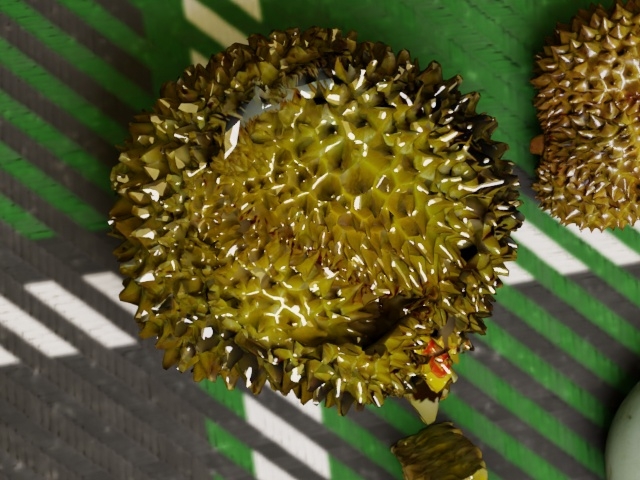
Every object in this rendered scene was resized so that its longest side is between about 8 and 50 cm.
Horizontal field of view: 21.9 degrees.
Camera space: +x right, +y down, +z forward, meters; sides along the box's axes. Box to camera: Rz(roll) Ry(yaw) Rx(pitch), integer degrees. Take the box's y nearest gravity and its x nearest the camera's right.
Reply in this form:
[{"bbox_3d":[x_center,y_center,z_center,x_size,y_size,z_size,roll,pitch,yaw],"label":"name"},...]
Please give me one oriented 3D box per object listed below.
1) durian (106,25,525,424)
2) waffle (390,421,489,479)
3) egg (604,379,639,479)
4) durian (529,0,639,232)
[{"bbox_3d":[0.002,-0.011,1.080,0.293,0.258,0.258,17,92,-22],"label":"durian"},{"bbox_3d":[0.112,0.217,1.109,0.055,0.211,0.160,-24,96,-4],"label":"waffle"},{"bbox_3d":[0.291,0.142,1.154,0.192,0.149,0.149,-23,96,-4],"label":"egg"},{"bbox_3d":[0.216,-0.091,1.143,0.168,0.137,0.158,-19,116,4],"label":"durian"}]
